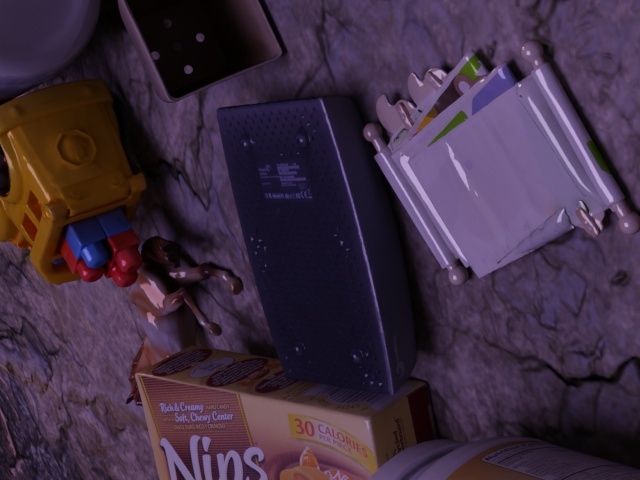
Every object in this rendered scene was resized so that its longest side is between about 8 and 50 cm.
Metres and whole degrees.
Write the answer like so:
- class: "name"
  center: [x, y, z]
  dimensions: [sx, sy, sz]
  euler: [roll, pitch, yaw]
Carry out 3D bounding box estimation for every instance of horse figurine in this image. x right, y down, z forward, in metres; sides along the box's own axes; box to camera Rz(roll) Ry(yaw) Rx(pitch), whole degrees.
- class: "horse figurine"
  center: [-0.150, 0.091, 1.504]
  dimensions: [0.174, 0.066, 0.263]
  euler: [24, 133, 39]

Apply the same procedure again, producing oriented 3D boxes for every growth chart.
- class: "growth chart"
  center: [0.120, -0.055, 1.043]
  dimensions: [0.237, 0.021, 0.172]
  euler: [-26, 89, 59]

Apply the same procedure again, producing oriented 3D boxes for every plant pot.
- class: "plant pot"
  center: [-0.114, -0.178, 1.228]
  dimensions: [0.109, 0.109, 0.096]
  euler: [65, 160, -2]

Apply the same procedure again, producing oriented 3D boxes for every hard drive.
- class: "hard drive"
  center: [0.000, 0.000, 1.213]
  dimensions: [0.172, 0.054, 0.254]
  euler: [1, 108, 53]

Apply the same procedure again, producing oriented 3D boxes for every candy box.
- class: "candy box"
  center: [-0.029, 0.211, 1.333]
  dimensions: [0.316, 0.088, 0.182]
  euler: [5, 111, 44]

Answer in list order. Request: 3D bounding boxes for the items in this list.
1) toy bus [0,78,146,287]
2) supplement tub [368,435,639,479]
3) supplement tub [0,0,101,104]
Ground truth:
- class: "toy bus"
  center: [-0.263, -0.029, 1.493]
  dimensions: [0.211, 0.149, 0.220]
  euler: [58, 149, 16]
- class: "supplement tub"
  center: [0.176, 0.264, 0.990]
  dimensions: [0.316, 0.228, 0.228]
  euler: [8, 118, 54]
- class: "supplement tub"
  center: [-0.383, -0.232, 1.480]
  dimensions: [0.338, 0.207, 0.207]
  euler: [-10, 103, 58]
